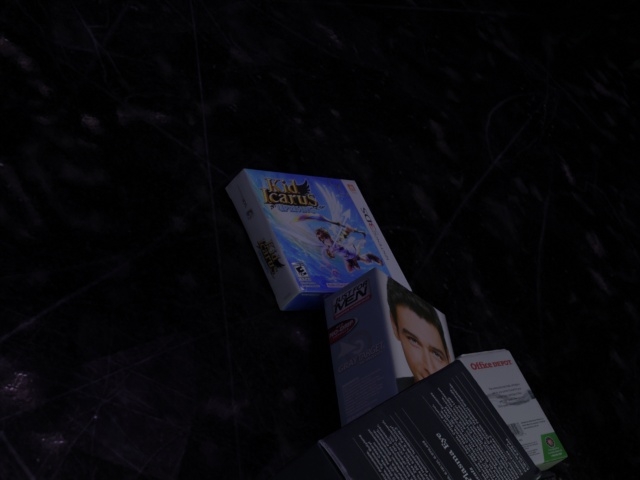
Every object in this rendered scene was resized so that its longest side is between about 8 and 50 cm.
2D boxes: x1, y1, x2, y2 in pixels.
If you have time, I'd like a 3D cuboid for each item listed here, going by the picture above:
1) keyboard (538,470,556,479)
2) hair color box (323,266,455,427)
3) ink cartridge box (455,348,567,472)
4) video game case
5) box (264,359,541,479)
[{"bbox_3d":[0.332,0.432,1.865,0.180,0.023,0.108,-2,77,-44],"label":"keyboard"},{"bbox_3d":[0.124,0.243,1.757,0.185,0.114,0.374,35,33,-37],"label":"hair color box"},{"bbox_3d":[0.291,0.293,1.936,0.153,0.087,0.208,1,55,-47],"label":"ink cartridge box"},{"bbox_3d":[0.000,0.000,1.955,0.270,0.061,0.244,3,51,-46],"label":"video game case"},{"bbox_3d":[0.029,0.332,1.375,0.179,0.343,0.312,55,34,11],"label":"box"}]
